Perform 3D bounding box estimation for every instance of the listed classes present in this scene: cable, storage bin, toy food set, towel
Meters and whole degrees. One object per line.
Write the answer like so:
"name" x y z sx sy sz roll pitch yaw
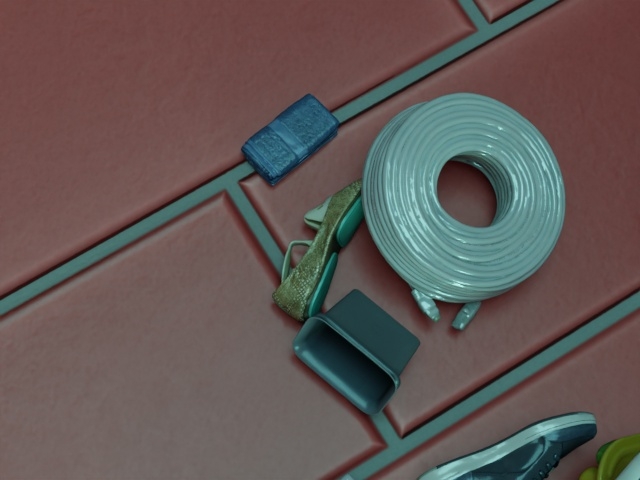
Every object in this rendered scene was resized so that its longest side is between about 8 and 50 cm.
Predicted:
"cable" 0.175 -0.054 1.909 0.257 0.089 0.257 -42 93 -22
"storage bin" 0.049 0.131 1.875 0.135 0.098 0.091 40 47 7
"toy food set" 0.368 0.293 1.842 0.218 0.071 0.128 -2 83 -45
"towel" -0.038 -0.129 1.969 0.119 0.029 0.067 -40 81 -13

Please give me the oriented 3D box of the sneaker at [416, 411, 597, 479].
"sneaker" 0.248 0.309 1.828 0.226 0.086 0.163 -25 67 -2

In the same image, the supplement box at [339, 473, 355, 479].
"supplement box" -0.010 0.401 1.793 0.239 0.073 0.130 -43 81 -16

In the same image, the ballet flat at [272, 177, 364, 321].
"ballet flat" 0.000 0.000 1.916 0.067 0.073 0.206 21 69 16

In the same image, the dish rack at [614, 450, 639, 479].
"dish rack" 0.388 0.413 1.706 0.285 0.072 0.333 42 104 16
